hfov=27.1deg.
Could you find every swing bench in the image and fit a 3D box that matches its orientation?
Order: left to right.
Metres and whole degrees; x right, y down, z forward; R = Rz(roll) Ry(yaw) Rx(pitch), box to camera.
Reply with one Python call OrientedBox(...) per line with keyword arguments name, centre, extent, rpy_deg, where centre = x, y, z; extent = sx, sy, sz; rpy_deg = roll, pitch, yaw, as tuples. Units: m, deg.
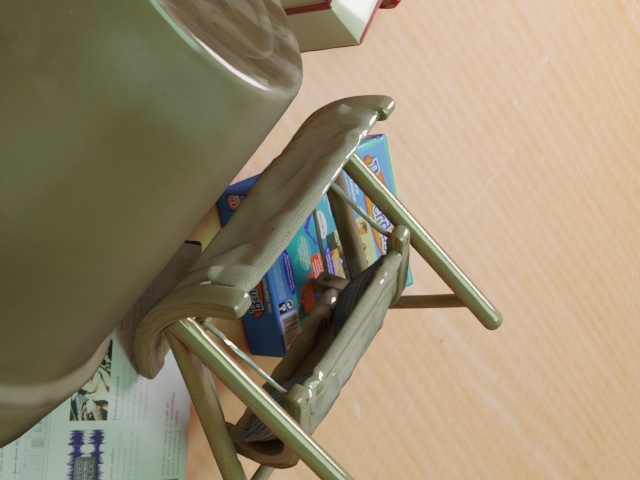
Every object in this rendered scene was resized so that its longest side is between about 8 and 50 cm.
OrientedBox(name="swing bench", centre=(-0.008, 0.057, 1.093), extent=(0.253, 0.165, 0.255), rpy_deg=(-53, 124, -37))

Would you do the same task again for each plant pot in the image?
OrientedBox(name="plant pot", centre=(-0.176, -0.083, 0.765), extent=(0.323, 0.280, 0.323), rpy_deg=(45, 23, -24))

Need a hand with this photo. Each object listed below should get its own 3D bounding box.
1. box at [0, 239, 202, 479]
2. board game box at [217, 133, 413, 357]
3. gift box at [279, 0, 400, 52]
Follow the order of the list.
OrientedBox(name="box", centre=(-0.224, 0.100, 0.992), extent=(0.322, 0.058, 0.232), rpy_deg=(9, 83, -51))
OrientedBox(name="board game box", centre=(0.000, 0.000, 1.268), extent=(0.210, 0.047, 0.160), rpy_deg=(-25, 108, -47))
OrientedBox(name="gift box", centre=(-0.046, -0.302, 1.053), extent=(0.258, 0.255, 0.276), rpy_deg=(47, 62, -37))
